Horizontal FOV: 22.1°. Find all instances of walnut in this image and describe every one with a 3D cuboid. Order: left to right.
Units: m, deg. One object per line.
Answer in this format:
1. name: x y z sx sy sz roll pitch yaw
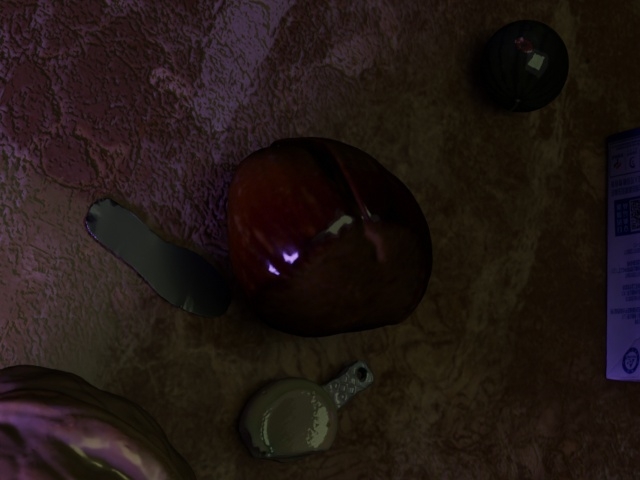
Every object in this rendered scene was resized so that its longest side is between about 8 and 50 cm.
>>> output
1. walnut: -0.247 0.271 1.516 0.285 0.285 0.296 46 28 -16

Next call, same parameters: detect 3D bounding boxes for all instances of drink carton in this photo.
1. drink carton: 0.431 0.021 2.022 0.131 0.106 0.315 5 82 -27

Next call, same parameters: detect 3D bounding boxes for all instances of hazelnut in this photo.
1. hazelnut: 0.000 0.000 1.743 0.234 0.218 0.218 38 65 -40

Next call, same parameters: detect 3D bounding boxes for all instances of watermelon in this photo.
1. watermelon: 0.238 -0.196 1.938 0.105 0.105 0.133 32 58 -22

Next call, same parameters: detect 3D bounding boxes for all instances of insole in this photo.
1. insole: -0.171 0.021 1.738 0.188 0.004 0.064 38 66 -19

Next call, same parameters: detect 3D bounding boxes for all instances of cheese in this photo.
1. cheese: -0.009 0.190 1.781 0.171 0.047 0.092 -11 90 -31
